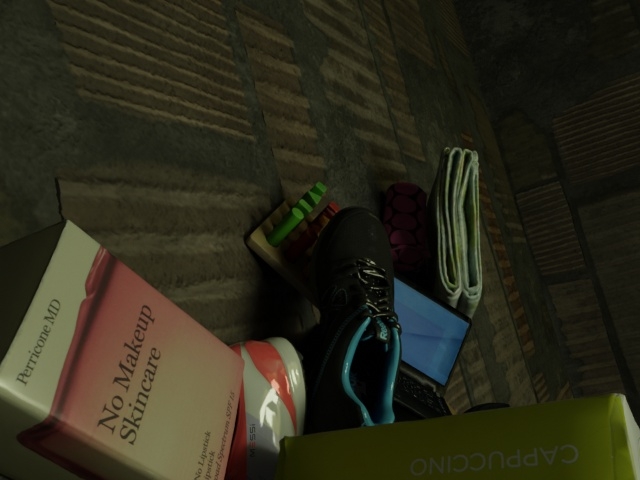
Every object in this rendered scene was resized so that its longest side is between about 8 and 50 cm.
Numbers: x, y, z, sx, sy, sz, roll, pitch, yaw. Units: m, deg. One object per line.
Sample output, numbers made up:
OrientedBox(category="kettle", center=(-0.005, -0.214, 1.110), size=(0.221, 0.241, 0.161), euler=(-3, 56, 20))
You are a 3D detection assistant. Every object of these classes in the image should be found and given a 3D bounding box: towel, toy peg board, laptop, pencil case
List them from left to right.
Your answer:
OrientedBox(category="toy peg board", center=(0.000, 0.000, 0.962), size=(0.160, 0.079, 0.161), euler=(42, 31, -3))
OrientedBox(category="laptop", center=(0.127, 0.145, 0.988), size=(0.234, 0.137, 0.264), euler=(31, 5, -2))
OrientedBox(category="pencil case", center=(0.182, -0.033, 1.374), size=(0.095, 0.098, 0.209), euler=(48, 34, -38))
OrientedBox(category="towel", center=(0.268, 0.023, 1.361), size=(0.374, 0.090, 0.321), euler=(76, 17, -67))

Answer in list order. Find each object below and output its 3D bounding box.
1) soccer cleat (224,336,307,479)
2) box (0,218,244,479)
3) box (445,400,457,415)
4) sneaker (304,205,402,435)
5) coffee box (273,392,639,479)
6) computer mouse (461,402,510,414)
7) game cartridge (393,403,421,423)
OrientedBox(category="soccer cleat", center=(-0.067, 0.272, 0.729), size=(0.116, 0.108, 0.318), euler=(-2, 80, -35))
OrientedBox(category="box", center=(-0.188, 0.119, 0.541), size=(0.232, 0.126, 0.149), euler=(48, 35, -39))
OrientedBox(category="box", center=(0.254, 0.424, 1.306), size=(0.164, 0.021, 0.201), euler=(49, 34, -38))
OrientedBox(category="sneaker", center=(0.058, 0.098, 0.817), size=(0.125, 0.139, 0.341), euler=(16, 60, -20))
OrientedBox(category="coffee box", center=(0.156, 0.378, 0.578), size=(0.334, 0.337, 0.338), euler=(51, 35, -36))
OrientedBox(category="computer mouse", center=(0.203, 0.291, 0.912), size=(0.060, 0.184, 0.262), euler=(37, 51, 15))
OrientedBox(category="game cartridge", center=(0.118, 0.388, 0.942), size=(0.198, 0.062, 0.297), euler=(20, 67, -45))
